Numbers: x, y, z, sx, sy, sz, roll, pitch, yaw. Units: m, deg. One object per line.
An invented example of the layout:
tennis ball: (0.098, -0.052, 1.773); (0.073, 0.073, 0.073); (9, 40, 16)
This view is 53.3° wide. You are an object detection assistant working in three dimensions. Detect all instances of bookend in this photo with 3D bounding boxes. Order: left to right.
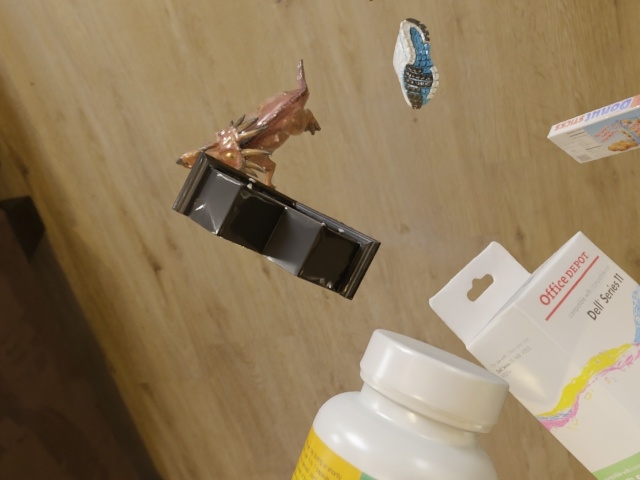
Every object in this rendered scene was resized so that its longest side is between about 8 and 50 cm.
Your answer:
bookend: (-0.048, -0.016, 0.683); (0.157, 0.156, 0.072); (26, 92, -43)

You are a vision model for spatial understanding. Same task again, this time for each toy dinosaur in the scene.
toy dinosaur: (-0.090, -0.193, 1.088); (0.127, 0.200, 0.295); (38, 84, 7)

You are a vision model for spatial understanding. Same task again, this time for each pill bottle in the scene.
pill bottle: (0.036, 0.167, 0.388); (0.118, 0.117, 0.208); (22, 90, 3)

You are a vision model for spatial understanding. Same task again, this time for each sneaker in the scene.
sneaker: (0.173, -0.320, 1.206); (0.071, 0.190, 0.083); (8, 154, -15)

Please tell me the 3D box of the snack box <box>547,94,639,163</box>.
snack box: (0.357, -0.134, 0.761); (0.064, 0.022, 0.178); (34, 164, -16)

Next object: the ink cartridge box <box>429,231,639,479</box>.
ink cartridge box: (0.338, 0.132, 0.820); (0.353, 0.207, 0.119); (45, 140, 12)
